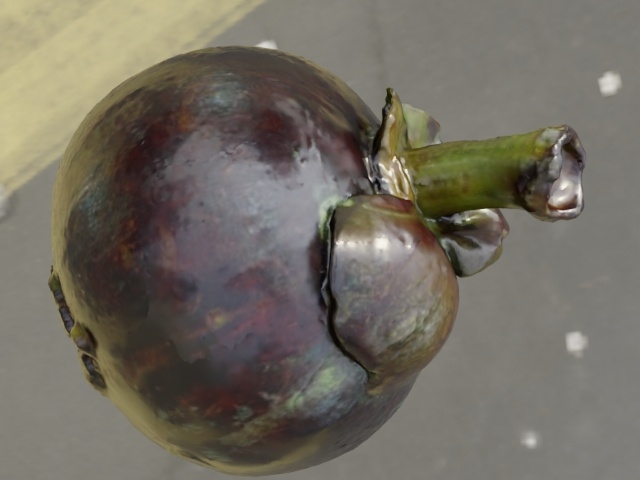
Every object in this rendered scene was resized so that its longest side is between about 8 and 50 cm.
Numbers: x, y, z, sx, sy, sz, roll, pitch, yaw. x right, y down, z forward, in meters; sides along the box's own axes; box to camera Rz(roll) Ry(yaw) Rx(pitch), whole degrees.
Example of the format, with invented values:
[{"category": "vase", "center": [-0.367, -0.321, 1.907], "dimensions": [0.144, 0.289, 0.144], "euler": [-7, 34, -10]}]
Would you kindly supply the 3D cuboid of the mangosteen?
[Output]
[{"category": "mangosteen", "center": [0.000, 0.000, 0.989], "dimensions": [0.231, 0.289, 0.231], "euler": [-16, 90, -78]}]
